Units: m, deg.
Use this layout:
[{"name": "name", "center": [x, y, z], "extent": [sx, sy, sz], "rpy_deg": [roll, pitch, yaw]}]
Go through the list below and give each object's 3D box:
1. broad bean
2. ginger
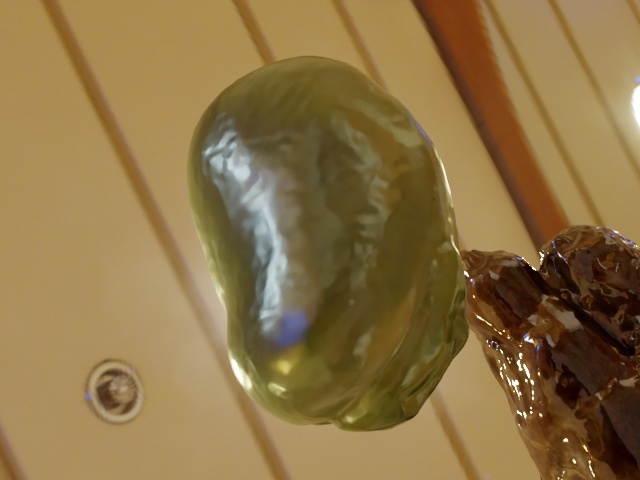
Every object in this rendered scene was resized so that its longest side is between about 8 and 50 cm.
[{"name": "broad bean", "center": [0.000, 0.000, 0.455], "extent": [0.082, 0.124, 0.175], "rpy_deg": [11, -121, -61]}, {"name": "ginger", "center": [0.322, 0.172, 1.128], "extent": [0.254, 0.176, 0.419], "rpy_deg": [-20, -100, -17]}]
